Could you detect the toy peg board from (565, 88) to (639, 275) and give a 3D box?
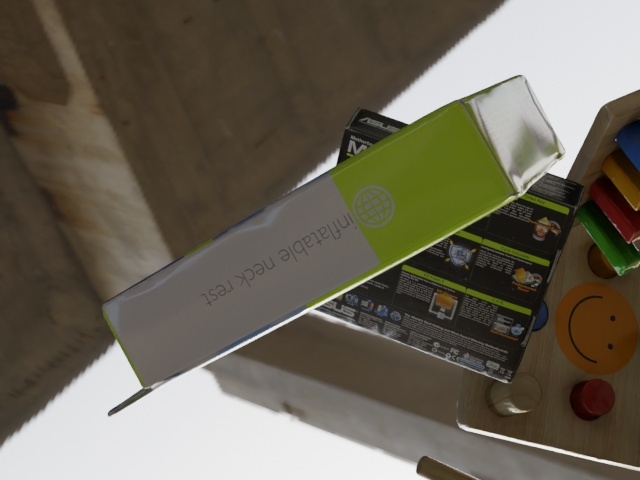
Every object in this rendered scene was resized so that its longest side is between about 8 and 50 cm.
[{"bbox_3d":[0.282,-0.056,1.003,0.161,0.079,0.161,-23,-26,-21],"label":"toy peg board"}]

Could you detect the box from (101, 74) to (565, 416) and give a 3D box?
[{"bbox_3d":[0.000,0.000,0.486,0.042,0.178,0.109,61,-157,-1],"label":"box"}]

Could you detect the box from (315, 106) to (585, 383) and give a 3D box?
[{"bbox_3d":[0.093,0.007,1.025,0.045,0.190,0.184,-56,-18,-55],"label":"box"}]

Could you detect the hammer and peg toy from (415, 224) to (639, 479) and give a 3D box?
[{"bbox_3d":[0.256,0.139,1.259,0.265,0.127,0.361,16,-107,-14],"label":"hammer and peg toy"}]
